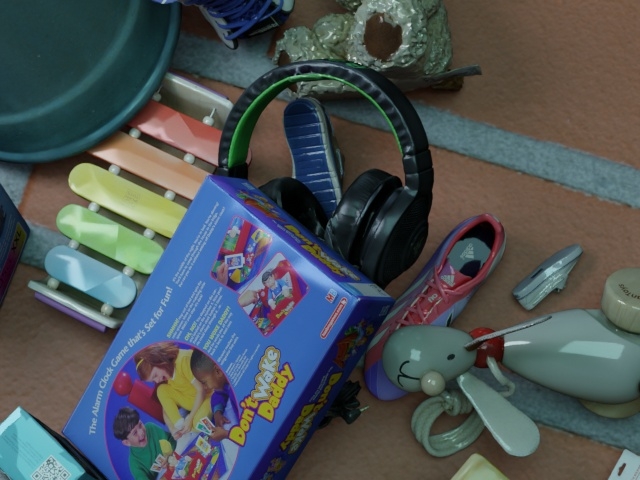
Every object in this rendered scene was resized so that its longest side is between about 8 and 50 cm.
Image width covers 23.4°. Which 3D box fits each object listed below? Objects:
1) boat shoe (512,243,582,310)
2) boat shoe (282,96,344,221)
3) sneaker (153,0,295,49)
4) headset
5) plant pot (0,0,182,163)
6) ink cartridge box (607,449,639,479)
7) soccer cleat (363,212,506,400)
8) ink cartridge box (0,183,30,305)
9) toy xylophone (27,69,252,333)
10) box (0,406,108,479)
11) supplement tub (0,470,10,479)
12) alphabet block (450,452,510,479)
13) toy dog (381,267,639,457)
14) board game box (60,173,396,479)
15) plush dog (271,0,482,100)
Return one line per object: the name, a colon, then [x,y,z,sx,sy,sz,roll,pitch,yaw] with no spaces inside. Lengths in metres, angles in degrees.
boat shoe: [0.271,0.045,1.807,0.100,0.035,0.035,-39,105,-13]
boat shoe: [0.002,-0.079,1.819,0.066,0.066,0.183,-1,101,23]
sneaker: [-0.106,-0.307,1.776,0.127,0.315,0.182,-32,107,14]
headset: [0.000,0.000,1.698,0.243,0.185,0.394,-3,100,25]
plant pot: [-0.372,-0.301,1.713,0.341,0.334,0.341,-6,70,16]
ink cartridge box: [0.367,0.277,1.740,0.083,0.028,0.048,30,77,8]
soccer cleat: [0.129,0.072,1.767,0.083,0.095,0.248,35,78,10]
ink cartridge box: [-0.491,-0.041,1.653,0.270,0.395,0.151,15,75,5]
toy xylophone: [-0.189,-0.035,1.809,0.236,0.081,0.323,17,76,5]
box: [-0.284,0.248,1.648,0.100,0.244,0.060,43,80,11]
supplement tub: [-0.413,0.332,1.630,0.241,0.241,0.331,-44,78,-10]
alphabet block: [0.166,0.369,1.637,0.193,0.192,0.197,41,78,9]
toy dog: [0.250,0.147,1.663,0.333,0.220,0.161,-21,35,-5]
board game box: [-0.106,0.138,1.652,0.233,0.078,0.347,40,108,27]
plush dog: [0.079,-0.291,1.825,0.210,0.262,0.225,-1,83,-34]
